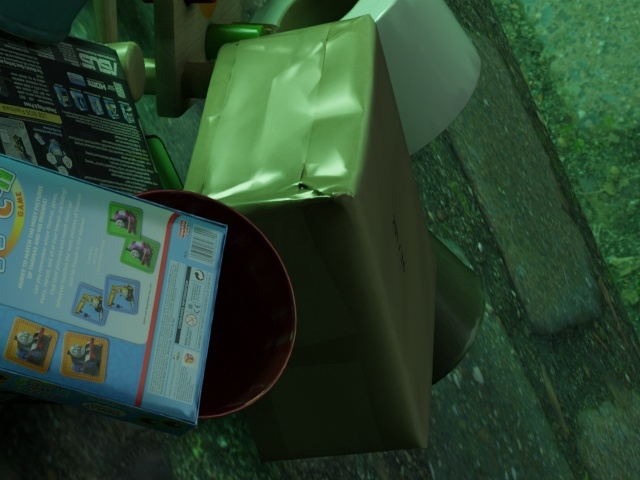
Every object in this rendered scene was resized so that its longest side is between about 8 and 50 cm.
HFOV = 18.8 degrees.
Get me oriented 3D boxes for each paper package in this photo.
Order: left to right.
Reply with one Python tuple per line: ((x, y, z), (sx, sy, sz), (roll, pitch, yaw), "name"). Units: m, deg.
((0.000, 0.000, 1.847), (0.309, 0.168, 0.325), (-81, 160, -50), "paper package")

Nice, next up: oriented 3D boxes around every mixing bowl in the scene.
((-0.120, 0.061, 1.472), (0.181, 0.098, 0.181), (9, 67, -22), "mixing bowl")

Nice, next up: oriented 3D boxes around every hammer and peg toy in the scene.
((-0.134, -0.266, 1.934), (0.361, 0.127, 0.266), (-55, 147, -68), "hammer and peg toy")

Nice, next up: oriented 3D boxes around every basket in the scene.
((0.060, 0.029, 2.186), (0.227, 0.154, 0.204), (47, 28, -30), "basket")

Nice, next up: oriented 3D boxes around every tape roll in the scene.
((0.045, -0.217, 2.289), (0.169, 0.246, 0.246), (52, 23, -31), "tape roll")

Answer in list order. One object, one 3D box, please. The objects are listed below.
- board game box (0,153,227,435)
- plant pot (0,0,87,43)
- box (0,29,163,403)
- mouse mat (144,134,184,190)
((-0.178, 0.035, 1.371), (0.211, 0.039, 0.160), (19, 63, -21), "board game box")
((-0.243, -0.348, 1.599), (0.271, 0.255, 0.271), (38, 14, -12), "plant pot")
((-0.248, -0.030, 1.564), (0.395, 0.097, 0.318), (7, 59, -66), "box")
((-0.166, -0.031, 1.896), (0.153, 0.007, 0.189), (65, 19, 2), "mouse mat")
